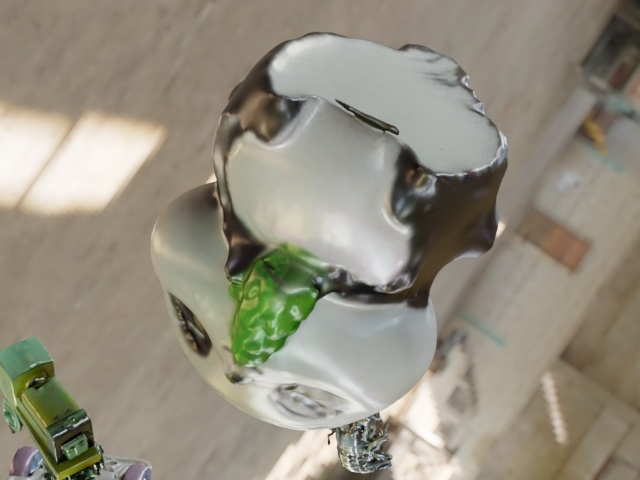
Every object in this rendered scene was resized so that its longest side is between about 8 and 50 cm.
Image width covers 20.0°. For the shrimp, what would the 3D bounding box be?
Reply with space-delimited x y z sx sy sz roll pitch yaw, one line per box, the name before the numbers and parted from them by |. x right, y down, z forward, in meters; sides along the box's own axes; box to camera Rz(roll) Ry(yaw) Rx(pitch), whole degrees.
shrimp | 0.047 0.227 2.045 0.076 0.082 0.174 -36 151 -15

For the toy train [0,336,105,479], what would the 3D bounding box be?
toy train | -0.201 0.132 1.359 0.050 0.122 0.081 -24 142 -24

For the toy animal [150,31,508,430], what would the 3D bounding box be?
toy animal | -0.003 0.004 1.227 0.267 0.212 0.212 -65 170 22

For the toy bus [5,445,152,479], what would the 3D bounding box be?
toy bus | -0.234 0.281 1.646 0.202 0.142 0.142 -54 151 -72
